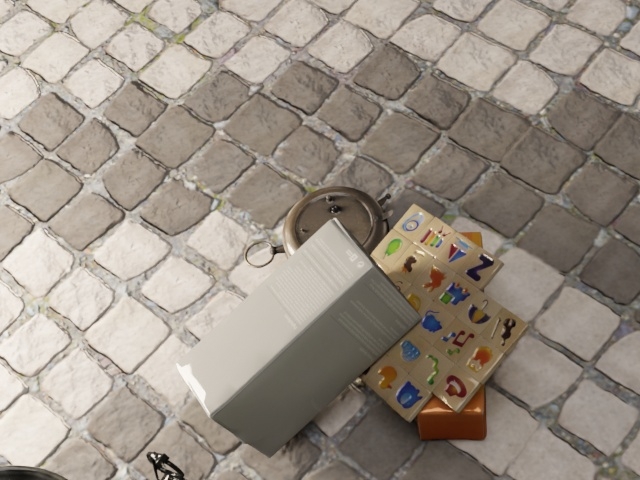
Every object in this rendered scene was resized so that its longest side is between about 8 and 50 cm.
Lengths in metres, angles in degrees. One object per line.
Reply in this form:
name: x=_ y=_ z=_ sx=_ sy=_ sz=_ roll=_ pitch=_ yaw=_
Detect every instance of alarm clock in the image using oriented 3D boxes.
alarm clock: x=0.000 y=0.000 z=1.442 sx=0.192 sy=0.064 sz=0.129 roll=-14 pitch=56 yaw=4

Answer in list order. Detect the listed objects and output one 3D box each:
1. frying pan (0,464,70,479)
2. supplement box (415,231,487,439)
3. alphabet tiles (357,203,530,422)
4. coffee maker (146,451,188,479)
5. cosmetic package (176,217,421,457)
frying pan: x=-0.381 y=0.302 z=1.162 sx=0.326 sy=0.053 sz=0.197 roll=-1 pitch=36 yaw=-2
supplement box: x=0.147 y=0.104 z=1.339 sx=0.078 sy=0.080 sz=0.233 roll=-2 pitch=55 yaw=9
alphabet tiles: x=0.113 y=0.082 z=1.307 sx=0.198 sy=0.009 sz=0.237 roll=-50 pitch=45 yaw=-3
coffee maker: x=-0.173 y=0.330 z=1.190 sx=0.171 sy=0.120 sz=0.178 roll=47 pitch=66 yaw=-16
cosmetic package: x=-0.023 y=0.109 z=1.290 sx=0.238 sy=0.127 sz=0.107 roll=-40 pitch=46 yaw=2
